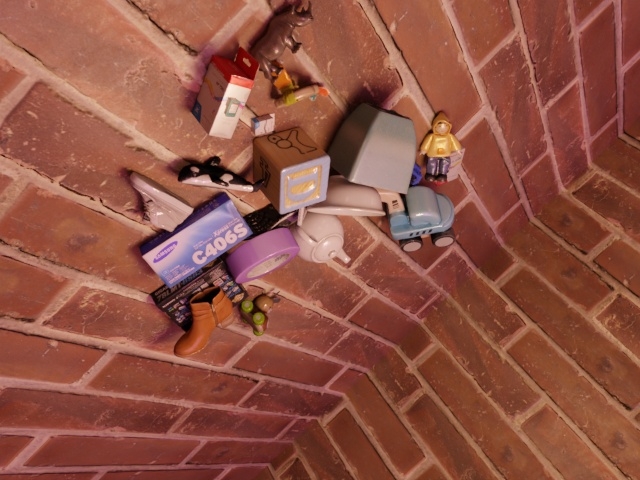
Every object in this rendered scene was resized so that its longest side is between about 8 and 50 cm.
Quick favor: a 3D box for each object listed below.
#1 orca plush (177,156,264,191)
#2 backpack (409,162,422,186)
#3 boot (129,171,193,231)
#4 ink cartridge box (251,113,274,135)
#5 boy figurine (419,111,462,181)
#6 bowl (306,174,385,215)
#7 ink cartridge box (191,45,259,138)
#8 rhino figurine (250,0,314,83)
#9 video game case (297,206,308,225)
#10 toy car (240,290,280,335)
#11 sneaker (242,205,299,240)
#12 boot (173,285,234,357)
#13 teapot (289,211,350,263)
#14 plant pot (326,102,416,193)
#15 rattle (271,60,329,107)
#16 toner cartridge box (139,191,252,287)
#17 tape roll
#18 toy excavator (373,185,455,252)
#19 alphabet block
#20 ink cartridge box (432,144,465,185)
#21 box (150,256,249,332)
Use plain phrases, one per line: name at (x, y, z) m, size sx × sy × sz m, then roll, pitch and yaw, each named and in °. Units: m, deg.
orca plush at (-0.315, -0.218, 1.636) m, size 0.287 × 0.151 × 0.102 m, roll 4°, pitch 91°, yaw -27°
backpack at (0.386, -0.288, 2.200) m, size 0.101 × 0.098 × 0.120 m, roll -51°, pitch 143°, yaw 10°
boot at (-0.513, -0.105, 1.581) m, size 0.123 × 0.095 × 0.258 m, roll -50°, pitch 145°, yaw 2°
ink cartridge box at (-0.179, -0.376, 1.650) m, size 0.083 × 0.028 × 0.048 m, roll -22°, pitch 141°, yaw -24°
boy figurine at (0.513, -0.394, 2.159) m, size 0.177 × 0.092 × 0.285 m, roll 8°, pitch 121°, yaw 9°
bowl at (0.098, -0.167, 1.906) m, size 0.297 × 0.297 × 0.134 m, roll 5°, pitch 88°, yaw -45°
ink cartridge box at (-0.268, -0.421, 1.430) m, size 0.078 × 0.134 × 0.231 m, roll 2°, pitch 127°, yaw -43°
rhino figurine at (-0.104, -0.576, 1.450) m, size 0.106 × 0.073 × 0.243 m, roll 35°, pitch 104°, yaw -17°
video game case at (-0.055, -0.155, 1.910) m, size 0.019 × 0.157 × 0.143 m, roll 13°, pitch 126°, yaw 5°
toy car at (-0.244, 0.301, 2.248) m, size 0.188 × 0.149 × 0.155 m, roll -37°, pitch 159°, yaw -25°
sneaker at (-0.189, -0.054, 1.932) m, size 0.283 × 0.107 × 0.124 m, roll -28°, pitch 148°, yaw -17°
boot at (-0.460, 0.308, 1.945) m, size 0.283 × 0.109 × 0.220 m, roll -31°, pitch 145°, yaw -18°
teapot at (0.000, 0.000, 2.087) m, size 0.256 × 0.187 × 0.253 m, roll -19°, pitch 139°, yaw -25°
plant pot at (0.200, -0.343, 1.821) m, size 0.247 × 0.248 × 0.252 m, roll 9°, pitch 112°, yaw -26°
rattle at (-0.071, -0.500, 1.614) m, size 0.199 × 0.143 × 0.130 m, roll -33°, pitch 180°, yaw -35°
toner cartridge box at (-0.423, -0.001, 1.760) m, size 0.347 × 0.075 × 0.165 m, roll -35°, pitch 126°, yaw -7°
tape roll at (-0.218, 0.059, 1.946) m, size 0.274 × 0.090 × 0.275 m, roll -27°, pitch 168°, yaw -6°
toy excavator at (0.353, -0.144, 2.198) m, size 0.432 × 0.222 × 0.445 m, roll -11°, pitch 148°, yaw 11°
alphabet block at (-0.102, -0.238, 1.727) m, size 0.192 × 0.197 × 0.193 m, roll -19°, pitch 139°, yaw -26°
ink cartridge box at (0.571, -0.350, 2.321) m, size 0.127 × 0.072 × 0.175 m, roll -23°, pitch 142°, yaw -21°
box at (-0.460, 0.217, 2.004) m, size 0.295 × 0.073 × 0.293 m, roll -35°, pitch 146°, yaw -7°
